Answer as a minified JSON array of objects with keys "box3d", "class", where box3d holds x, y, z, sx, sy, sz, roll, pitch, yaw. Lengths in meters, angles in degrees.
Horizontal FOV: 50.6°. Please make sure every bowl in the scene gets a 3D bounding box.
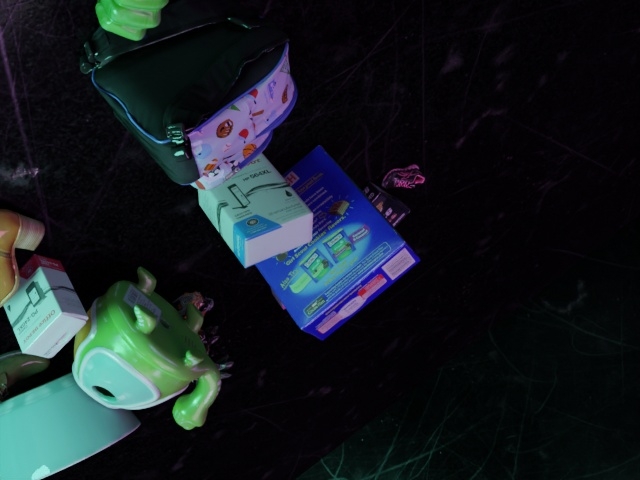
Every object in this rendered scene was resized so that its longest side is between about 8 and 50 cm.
[{"box3d":[-0.554,0.377,1.409,0.312,0.163,0.311,-23,179,0],"class":"bowl"}]

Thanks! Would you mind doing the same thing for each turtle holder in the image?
[{"box3d":[-0.357,0.236,1.402,0.227,0.243,0.320,-42,136,8],"class":"turtle holder"}]

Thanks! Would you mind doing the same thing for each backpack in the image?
[{"box3d":[-0.169,-0.226,1.022,0.263,0.276,0.213,-40,154,-11],"class":"backpack"}]

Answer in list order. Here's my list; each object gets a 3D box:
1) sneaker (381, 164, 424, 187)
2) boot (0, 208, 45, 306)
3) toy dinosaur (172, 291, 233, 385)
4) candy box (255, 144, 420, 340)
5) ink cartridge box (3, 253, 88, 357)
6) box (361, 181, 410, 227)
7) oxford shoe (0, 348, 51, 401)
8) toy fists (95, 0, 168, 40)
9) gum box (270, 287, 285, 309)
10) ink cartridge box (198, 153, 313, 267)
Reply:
[{"box3d":[0.208,-0.150,1.678,0.119,0.057,0.047,-20,146,-25],"class":"sneaker"},{"box3d":[-0.565,0.027,1.108,0.152,0.073,0.197,18,106,-55],"class":"boot"},{"box3d":[-0.342,0.253,1.593,0.219,0.164,0.322,22,134,-39],"class":"toy dinosaur"},{"box3d":[0.000,0.000,1.409,0.268,0.317,0.122,-40,150,4],"class":"candy box"},{"box3d":[-0.497,0.117,1.211,0.109,0.150,0.063,-45,148,9],"class":"ink cartridge box"},{"box3d":[0.106,-0.034,1.725,0.220,0.051,0.175,-48,147,13],"class":"box"},{"box3d":[-0.639,0.287,1.337,0.227,0.096,0.082,-23,144,-28],"class":"oxford shoe"},{"box3d":[-0.239,-0.389,0.838,0.096,0.142,0.279,-13,140,-35],"class":"toy fists"},{"box3d":[-0.072,0.078,1.676,0.107,0.062,0.188,-29,147,-15],"class":"gum box"},{"box3d":[-0.129,-0.063,1.308,0.148,0.203,0.085,-24,143,-24],"class":"ink cartridge box"}]
